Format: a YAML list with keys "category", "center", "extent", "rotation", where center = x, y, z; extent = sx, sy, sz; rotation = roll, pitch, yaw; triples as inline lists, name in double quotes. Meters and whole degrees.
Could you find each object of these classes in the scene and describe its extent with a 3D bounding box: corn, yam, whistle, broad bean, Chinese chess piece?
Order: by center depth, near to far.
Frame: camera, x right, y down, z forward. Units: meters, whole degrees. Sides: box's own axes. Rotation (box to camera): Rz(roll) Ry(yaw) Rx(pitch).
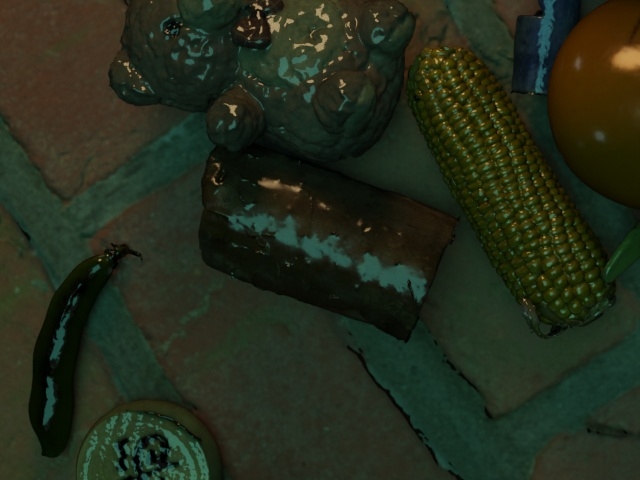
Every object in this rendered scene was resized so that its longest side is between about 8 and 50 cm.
- category: "whistle"
  center: [0.216, -0.283, 1.732]
  extent: [0.062, 0.062, 0.304]
  rotation: [6, 96, 9]
- category: "corn"
  center: [0.169, -0.047, 1.748]
  extent: [0.106, 0.106, 0.293]
  rotation: [-32, 86, 12]
- category: "yam"
  center: [0.000, -0.002, 1.763]
  extent: [0.238, 0.129, 0.128]
  rotation: [19, 98, 7]
- category: "Chinese chess piece"
  center: [-0.167, 0.226, 1.852]
  extent: [0.144, 0.058, 0.144]
  rotation: [1, 95, 10]
- category: "broad bean"
  center: [-0.245, 0.103, 1.864]
  extent: [0.069, 0.039, 0.227]
  rotation: [23, 99, 1]

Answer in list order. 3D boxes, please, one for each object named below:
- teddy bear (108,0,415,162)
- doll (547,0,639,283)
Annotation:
- category: "teddy bear"
  center: [-0.051, -0.177, 1.748]
  extent: [0.267, 0.151, 0.236]
  rotation: [26, 63, 3]
- category: "doll"
  center: [0.301, -0.102, 1.682]
  extent: [0.213, 0.213, 0.236]
  rotation: [2, 133, 10]
